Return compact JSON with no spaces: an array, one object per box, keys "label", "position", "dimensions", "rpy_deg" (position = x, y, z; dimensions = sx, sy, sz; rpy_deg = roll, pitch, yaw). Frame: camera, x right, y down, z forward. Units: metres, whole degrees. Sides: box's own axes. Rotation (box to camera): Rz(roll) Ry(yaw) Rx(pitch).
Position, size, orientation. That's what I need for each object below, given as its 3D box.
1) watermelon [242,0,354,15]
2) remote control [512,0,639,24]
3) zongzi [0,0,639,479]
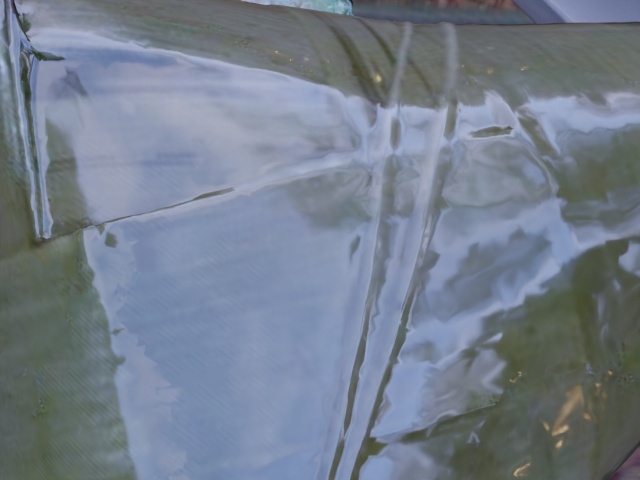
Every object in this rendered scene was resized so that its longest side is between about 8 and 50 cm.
[{"label":"watermelon","position":[-0.122,-0.221,1.684],"dimensions":[0.302,0.151,0.264],"rpy_deg":[-41,99,-18]},{"label":"remote control","position":[0.148,-0.140,0.782],"dimensions":[0.077,0.022,0.245],"rpy_deg":[-12,40,-19]},{"label":"zongzi","position":[0.057,0.126,0.515],"dimensions":[0.418,0.181,0.447],"rpy_deg":[-3,92,-2]}]
